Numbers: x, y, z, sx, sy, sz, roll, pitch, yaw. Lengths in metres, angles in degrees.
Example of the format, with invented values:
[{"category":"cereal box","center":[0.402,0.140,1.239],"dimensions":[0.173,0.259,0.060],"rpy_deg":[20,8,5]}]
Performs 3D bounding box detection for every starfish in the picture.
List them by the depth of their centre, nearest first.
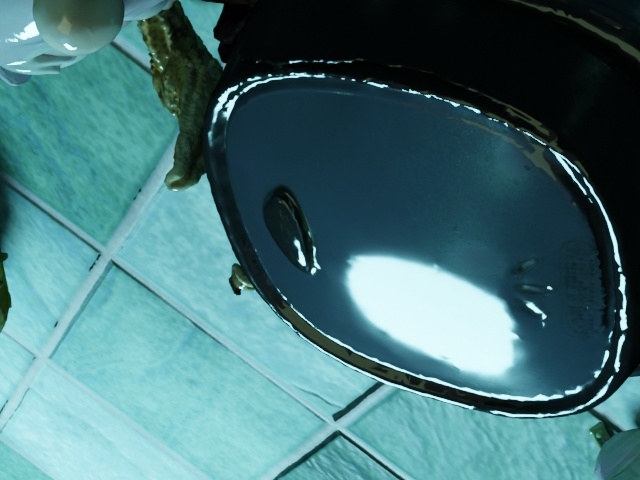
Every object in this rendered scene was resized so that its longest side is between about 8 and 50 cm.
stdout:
[{"category":"starfish","center":[-0.075,-0.089,0.758],"dimensions":[0.048,0.231,0.295],"rpy_deg":[-22,139,7]}]

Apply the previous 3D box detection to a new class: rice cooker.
[{"category":"rice cooker","center":[0.091,-0.062,0.628],"dimensions":[0.267,0.224,0.267],"rpy_deg":[22,141,19]}]

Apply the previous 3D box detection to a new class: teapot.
[{"category":"teapot","center":[0.228,0.171,0.934],"dimensions":[0.083,0.064,0.064],"rpy_deg":[47,167,42]}]

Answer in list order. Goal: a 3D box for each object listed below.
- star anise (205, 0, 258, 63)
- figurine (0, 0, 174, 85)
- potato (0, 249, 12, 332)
[{"category":"star anise","center":[-0.021,-0.127,0.769],"dimensions":[0.070,0.097,0.191],"rpy_deg":[27,155,47]},{"category":"figurine","center":[-0.085,-0.165,0.572],"dimensions":[0.275,0.200,0.133],"rpy_deg":[-23,122,24]},{"category":"potato","center":[-0.368,0.036,1.170],"dimensions":[0.192,0.141,0.296],"rpy_deg":[55,143,0]}]
